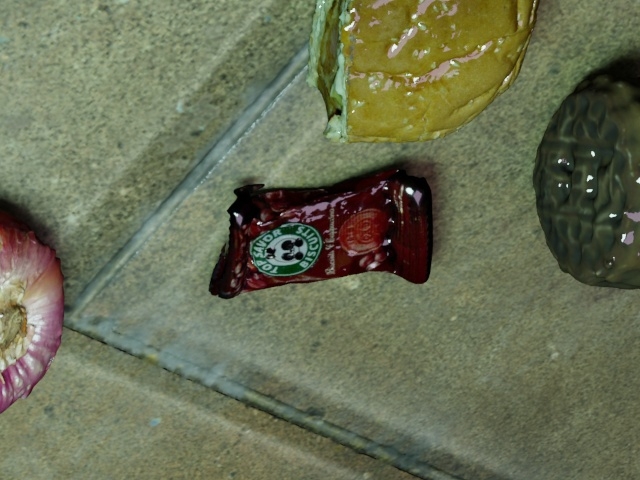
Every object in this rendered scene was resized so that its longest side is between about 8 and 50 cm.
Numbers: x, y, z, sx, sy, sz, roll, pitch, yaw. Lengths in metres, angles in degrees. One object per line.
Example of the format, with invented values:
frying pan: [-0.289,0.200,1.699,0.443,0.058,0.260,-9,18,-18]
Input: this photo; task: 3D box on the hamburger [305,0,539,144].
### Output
hamburger: [0.101,-0.217,1.862,0.211,0.132,0.309,-7,130,-15]

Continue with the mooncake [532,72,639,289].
mooncake: [0.312,-0.058,2.032,0.124,0.228,0.228,-3,130,-20]

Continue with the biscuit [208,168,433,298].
biscuit: [0.001,-0.005,2.050,0.235,0.063,0.151,-8,131,-13]

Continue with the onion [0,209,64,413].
onion: [-0.361,0.073,1.911,0.230,0.163,0.230,-31,128,-51]
